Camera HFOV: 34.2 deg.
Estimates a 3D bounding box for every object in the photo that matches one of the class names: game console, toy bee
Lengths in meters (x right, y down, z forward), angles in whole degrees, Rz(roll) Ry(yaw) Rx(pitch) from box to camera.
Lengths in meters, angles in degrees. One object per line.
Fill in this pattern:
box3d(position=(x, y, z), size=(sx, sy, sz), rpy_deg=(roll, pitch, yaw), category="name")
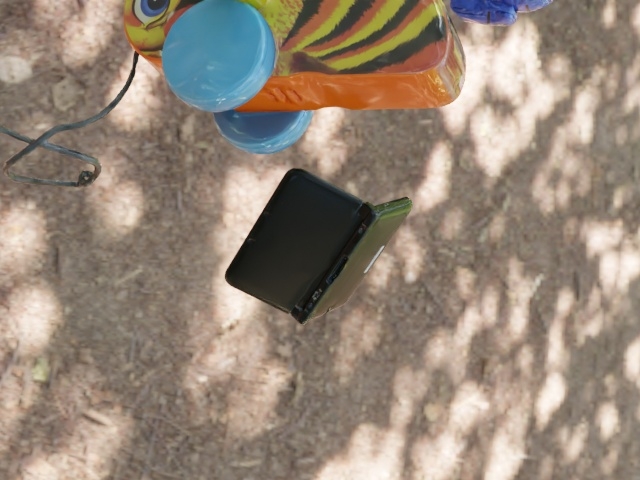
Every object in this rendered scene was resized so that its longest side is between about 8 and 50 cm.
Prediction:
box3d(position=(0.000, 0.000, 0.844), size=(0.107, 0.071, 0.122), rpy_deg=(-19, 147, -57), category="game console")
box3d(position=(-0.064, -0.144, 0.662), size=(0.195, 0.298, 0.162), rpy_deg=(98, -11, -73), category="toy bee")

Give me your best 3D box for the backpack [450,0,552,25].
box3d(position=(0.211, -0.297, 1.193), size=(0.098, 0.120, 0.101), rpy_deg=(-35, 131, -71), category="backpack")
